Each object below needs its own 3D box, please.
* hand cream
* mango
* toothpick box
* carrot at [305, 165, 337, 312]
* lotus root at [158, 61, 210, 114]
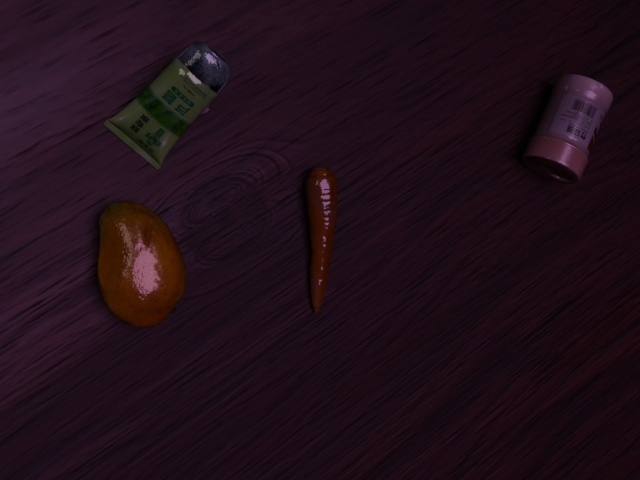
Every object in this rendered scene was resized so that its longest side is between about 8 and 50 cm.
[{"bbox_3d":[-0.193,-0.183,1.241,0.095,0.046,0.175,41,102,-22],"label":"hand cream"},{"bbox_3d":[-0.234,0.032,1.237,0.115,0.089,0.165,2,89,-15],"label":"mango"},{"bbox_3d":[0.395,-0.178,1.508,0.098,0.098,0.149,28,80,-23],"label":"toothpick box"},{"bbox_3d":[0.000,0.000,1.368,0.048,0.048,0.216,-2,99,-25],"label":"carrot"},{"bbox_3d":[-0.185,-0.203,1.276,0.037,0.030,0.083,-41,107,9],"label":"lotus root"}]
